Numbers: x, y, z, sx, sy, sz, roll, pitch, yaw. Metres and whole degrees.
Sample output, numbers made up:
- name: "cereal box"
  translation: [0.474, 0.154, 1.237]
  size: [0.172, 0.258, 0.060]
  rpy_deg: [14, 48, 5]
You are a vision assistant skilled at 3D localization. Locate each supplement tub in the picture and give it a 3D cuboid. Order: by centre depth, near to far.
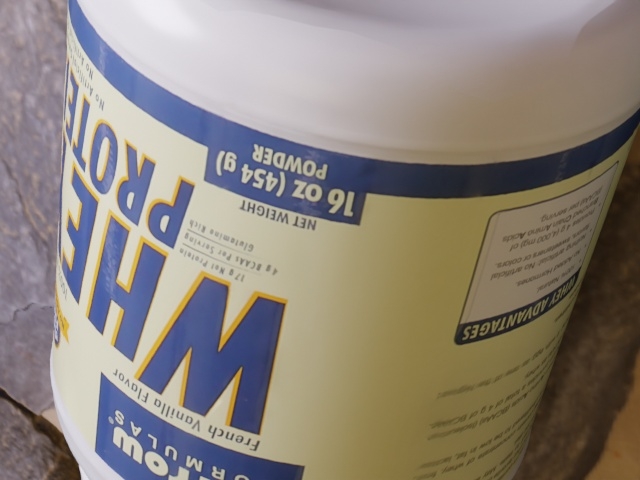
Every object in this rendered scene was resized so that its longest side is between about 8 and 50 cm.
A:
- name: "supplement tub"
  translation: [0.000, 0.000, 0.612]
  size: [0.235, 0.235, 0.325]
  rpy_deg: [24, 129, 17]
